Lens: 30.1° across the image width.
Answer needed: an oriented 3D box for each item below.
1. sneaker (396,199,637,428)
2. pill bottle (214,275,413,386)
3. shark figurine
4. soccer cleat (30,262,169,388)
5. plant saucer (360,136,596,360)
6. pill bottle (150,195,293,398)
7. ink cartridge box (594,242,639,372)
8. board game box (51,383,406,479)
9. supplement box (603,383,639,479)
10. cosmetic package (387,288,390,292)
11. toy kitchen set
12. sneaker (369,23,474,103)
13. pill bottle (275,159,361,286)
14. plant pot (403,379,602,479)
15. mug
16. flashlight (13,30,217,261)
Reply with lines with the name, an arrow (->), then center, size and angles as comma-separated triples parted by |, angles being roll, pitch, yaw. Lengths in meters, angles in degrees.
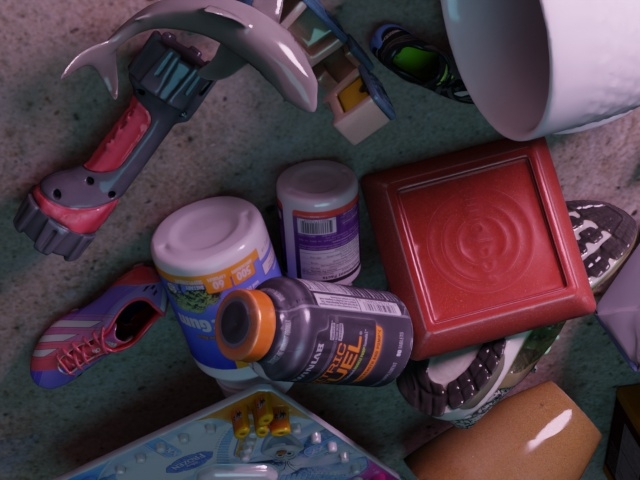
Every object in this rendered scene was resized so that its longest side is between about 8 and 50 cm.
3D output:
sneaker -> 0.285, 0.109, 1.681 | 0.410, 0.158, 0.182 | -42, 145, -6
pill bottle -> -0.011, 0.114, 1.490 | 0.245, 0.130, 0.130 | 9, 124, -41
shark figurine -> -0.139, -0.234, 1.312 | 0.278, 0.116, 0.166 | 4, 95, 4
soccer cleat -> -0.301, 0.130, 1.607 | 0.248, 0.095, 0.083 | -38, 124, 14
plant saucer -> 0.208, 0.001, 1.561 | 0.259, 0.258, 0.048 | -15, 171, -2
pill bottle -> -0.116, 0.089, 1.587 | 0.152, 0.152, 0.272 | -17, 125, -1
ink cartridge box -> 0.644, 0.074, 1.732 | 0.395, 0.151, 0.270 | 8, 126, -27
board game box -> -0.126, 0.377, 1.759 | 0.390, 0.050, 0.390 | -27, 137, 21
supplement box -> 0.583, 0.339, 1.933 | 0.191, 0.129, 0.194 | -6, 125, -9
cosmetic package -> 0.192, 0.142, 1.750 | 0.239, 0.060, 0.099 | 17, 118, -23
toy kitchen set -> 0.006, -0.243, 1.374 | 0.122, 0.166, 0.207 | -39, 123, 15
sneaker -> 0.147, -0.208, 1.485 | 0.188, 0.078, 0.067 | 19, 118, -24
pill bottle -> 0.000, 0.000, 1.578 | 0.108, 0.108, 0.193 | -8, 126, -7
plant pot -> 0.301, 0.344, 1.833 | 0.254, 0.237, 0.237 | -41, 124, -1
mug -> 0.339, -0.260, 1.395 | 0.328, 0.276, 0.374 | -17, 147, -13
flashlight -> -0.256, -0.117, 1.451 | 0.304, 0.103, 0.103 | -52, 163, 18
